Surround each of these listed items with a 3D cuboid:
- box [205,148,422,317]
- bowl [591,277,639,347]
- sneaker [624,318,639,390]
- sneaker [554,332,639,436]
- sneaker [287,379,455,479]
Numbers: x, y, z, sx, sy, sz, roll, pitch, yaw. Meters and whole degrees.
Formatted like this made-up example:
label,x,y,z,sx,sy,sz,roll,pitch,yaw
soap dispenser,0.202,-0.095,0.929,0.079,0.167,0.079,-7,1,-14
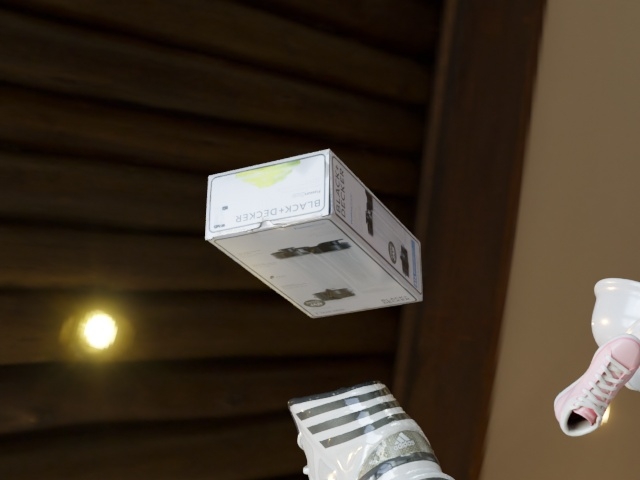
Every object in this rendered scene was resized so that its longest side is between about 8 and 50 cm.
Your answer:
label,x,y,z,sx,sy,sz,roll,pitch,yaw
box,0.000,0.000,1.557,0.290,0.169,0.087,39,-135,-55
bowl,0.609,0.198,2.266,0.298,0.298,0.134,39,-105,-42
sneaker,0.553,0.172,1.904,0.114,0.305,0.152,17,-127,-15
sneaker,0.316,0.169,1.409,0.051,0.134,0.070,37,-158,-7
sneaker,0.043,0.353,1.685,0.169,0.257,0.447,-5,-42,-25
